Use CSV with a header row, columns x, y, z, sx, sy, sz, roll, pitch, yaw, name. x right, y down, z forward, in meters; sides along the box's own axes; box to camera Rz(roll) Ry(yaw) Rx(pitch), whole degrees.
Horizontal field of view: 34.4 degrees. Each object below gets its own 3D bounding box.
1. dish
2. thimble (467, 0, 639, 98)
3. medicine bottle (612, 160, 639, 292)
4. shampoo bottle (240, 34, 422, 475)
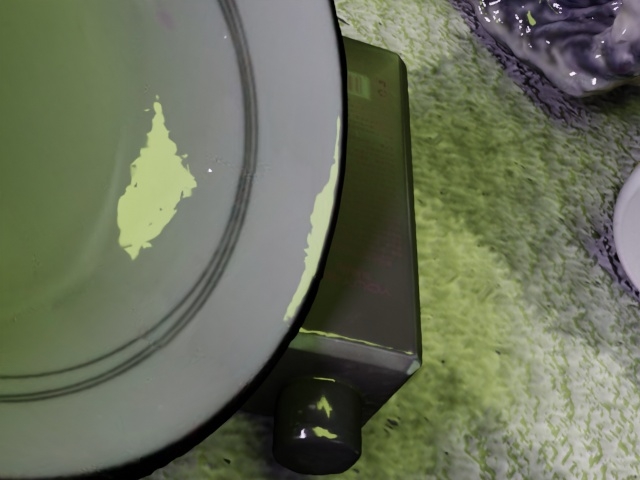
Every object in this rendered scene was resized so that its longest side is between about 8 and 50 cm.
x,y,z,sx,sy,sz,roll,pitch,yaw,name
-0.126,-0.063,0.391,0.317,0.106,0.316,7,80,-46,dish
0.200,-0.231,0.726,0.157,0.217,0.245,-24,86,-33,thimble
0.306,-0.058,0.693,0.143,0.143,0.258,42,49,6,medicine bottle
0.000,0.000,0.535,0.080,0.079,0.246,14,51,-16,shampoo bottle
